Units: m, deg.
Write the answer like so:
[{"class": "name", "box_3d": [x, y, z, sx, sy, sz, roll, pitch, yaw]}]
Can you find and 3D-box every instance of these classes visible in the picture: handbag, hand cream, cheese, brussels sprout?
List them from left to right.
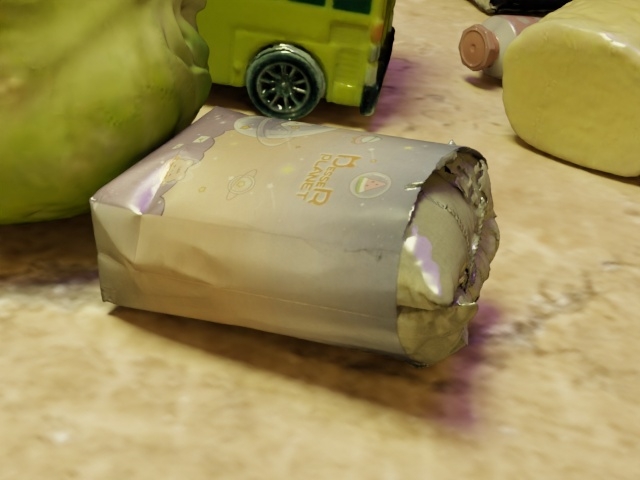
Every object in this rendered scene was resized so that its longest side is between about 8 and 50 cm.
[{"class": "brussels sprout", "box_3d": [-0.160, -0.087, 0.575, 0.223, 0.161, 0.223, -10, 5, 1]}, {"class": "handbag", "box_3d": [0.000, 0.000, 0.513, 0.173, 0.095, 0.117, 11, 33, 25]}, {"class": "hand cream", "box_3d": [0.189, -0.141, 0.855, 0.210, 0.043, 0.067, -8, 27, -35]}, {"class": "cheese", "box_3d": [0.199, -0.110, 0.745, 0.123, 0.094, 0.167, 30, 40, 22]}]

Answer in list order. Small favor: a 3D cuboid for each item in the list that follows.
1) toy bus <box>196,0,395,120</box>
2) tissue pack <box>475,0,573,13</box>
[{"class": "toy bus", "box_3d": [-0.080, -0.176, 0.749, 0.262, 0.150, 0.128, 10, 30, 4]}, {"class": "tissue pack", "box_3d": [0.293, -0.349, 1.024, 0.416, 0.264, 0.253, -8, 36, -21]}]
